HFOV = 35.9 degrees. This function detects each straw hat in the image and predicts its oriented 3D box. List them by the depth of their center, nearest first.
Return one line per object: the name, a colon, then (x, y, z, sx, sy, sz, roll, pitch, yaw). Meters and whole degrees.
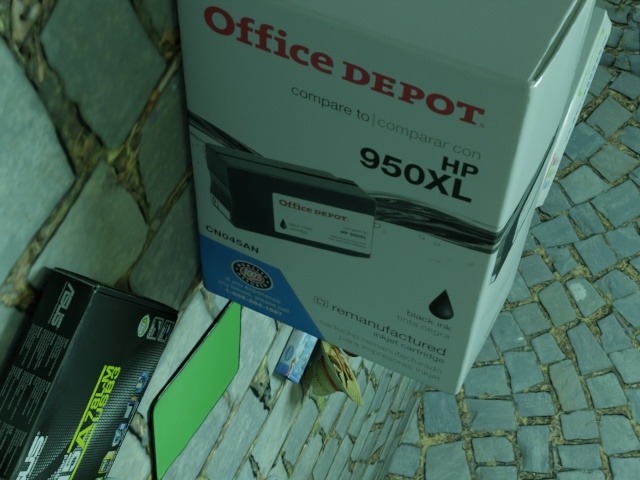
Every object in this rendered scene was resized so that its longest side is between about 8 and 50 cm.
straw hat: (0.009, 0.216, 1.564, 0.061, 0.144, 0.144, -29, 167, 8)

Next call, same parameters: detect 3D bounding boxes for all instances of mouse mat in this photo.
mouse mat: (-0.137, 0.165, 1.111, 0.189, 0.007, 0.152, -53, 158, -42)

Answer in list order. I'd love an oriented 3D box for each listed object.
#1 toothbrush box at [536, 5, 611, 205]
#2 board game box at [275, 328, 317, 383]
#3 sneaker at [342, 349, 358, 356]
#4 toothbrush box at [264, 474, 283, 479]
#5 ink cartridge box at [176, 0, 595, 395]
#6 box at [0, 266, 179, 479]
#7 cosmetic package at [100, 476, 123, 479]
toothbrush box: (0.129, -0.176, 1.028, 0.206, 0.283, 0.122, -71, 165, 12)
board game box: (-0.031, 0.159, 1.440, 0.090, 0.020, 0.090, 56, 55, -72)
sneaker: (0.037, 0.133, 1.571, 0.084, 0.070, 0.185, -46, 148, -37)
toothbrush box: (-0.042, 0.470, 1.458, 0.126, 0.216, 0.295, -68, 164, 2)
ink cartridge box: (0.043, -0.079, 0.860, 0.166, 0.285, 0.395, -56, 160, -36)
box: (-0.194, 0.126, 0.783, 0.184, 0.045, 0.190, 50, 63, -77)
cosmetic package: (-0.173, 0.449, 0.687, 0.327, 0.329, 0.394, -64, 168, 20)
